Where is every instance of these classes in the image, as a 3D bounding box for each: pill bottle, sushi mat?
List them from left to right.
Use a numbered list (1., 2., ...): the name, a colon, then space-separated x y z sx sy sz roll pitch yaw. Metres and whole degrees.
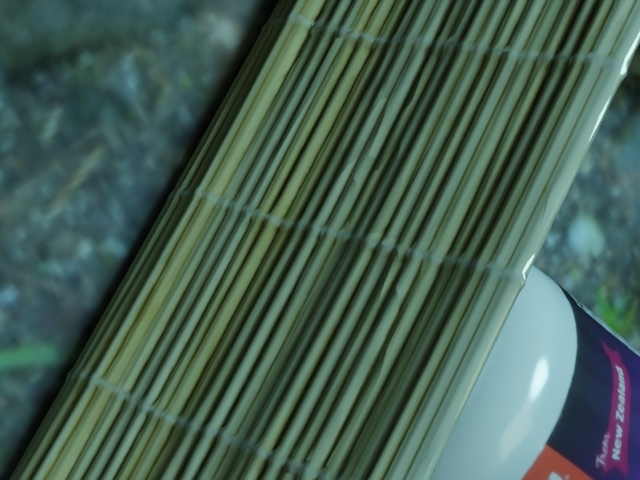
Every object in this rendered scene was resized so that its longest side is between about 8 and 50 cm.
1. sushi mat: 0.000 0.000 0.459 0.019 0.151 0.316 42 69 -42
2. pill bottle: 0.062 0.071 0.523 0.193 0.108 0.108 37 72 -26
